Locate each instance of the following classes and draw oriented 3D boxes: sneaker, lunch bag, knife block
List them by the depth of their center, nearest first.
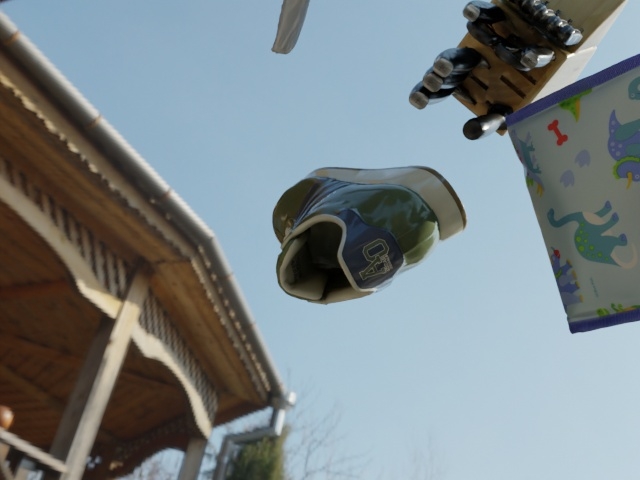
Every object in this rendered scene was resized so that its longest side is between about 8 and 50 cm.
[{"bbox_3d":[0.188,-0.033,0.427,0.096,0.129,0.151,-14,-7,-37],"label":"lunch bag"},{"bbox_3d":[0.000,0.000,0.532,0.192,0.086,0.064,-4,-60,60],"label":"sneaker"},{"bbox_3d":[0.170,-0.154,0.813,0.088,0.242,0.276,44,-15,11],"label":"knife block"}]

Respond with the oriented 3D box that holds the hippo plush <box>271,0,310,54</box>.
[{"bbox_3d":[0.003,-0.329,0.539,0.236,0.234,0.294,38,-31,-16],"label":"hippo plush"}]
